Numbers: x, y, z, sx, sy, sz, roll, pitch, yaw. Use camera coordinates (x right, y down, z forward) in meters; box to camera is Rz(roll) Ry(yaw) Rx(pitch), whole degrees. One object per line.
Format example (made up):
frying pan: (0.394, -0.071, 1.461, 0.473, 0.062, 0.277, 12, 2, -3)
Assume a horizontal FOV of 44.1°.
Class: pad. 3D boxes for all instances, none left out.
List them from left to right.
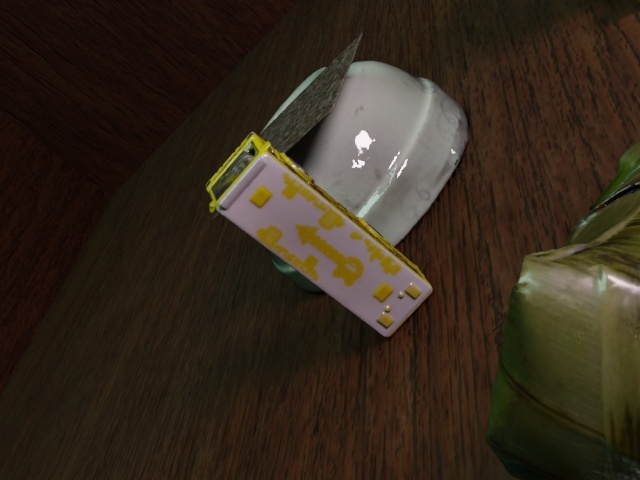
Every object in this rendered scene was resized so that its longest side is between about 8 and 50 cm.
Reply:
pad: (-0.041, -0.125, 0.893, 0.235, 0.003, 0.158, -37, 23, 40)

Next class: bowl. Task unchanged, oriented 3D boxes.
bowl: (0.017, -0.099, 0.979, 0.307, 0.163, 0.307, -46, 20, 22)

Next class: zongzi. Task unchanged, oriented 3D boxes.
zongzi: (0.243, 0.049, 0.344, 0.275, 0.125, 0.251, 18, 33, 28)

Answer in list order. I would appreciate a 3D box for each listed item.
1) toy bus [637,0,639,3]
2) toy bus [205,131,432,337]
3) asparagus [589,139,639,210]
toy bus: (0.337, -0.274, 0.747, 0.102, 0.052, 0.058, -26, 34, 52)
toy bus: (0.000, 0.000, 0.735, 0.081, 0.226, 0.074, -46, 25, 9)
asparagus: (0.297, -0.113, 0.527, 0.287, 0.080, 0.080, -56, 19, 10)
